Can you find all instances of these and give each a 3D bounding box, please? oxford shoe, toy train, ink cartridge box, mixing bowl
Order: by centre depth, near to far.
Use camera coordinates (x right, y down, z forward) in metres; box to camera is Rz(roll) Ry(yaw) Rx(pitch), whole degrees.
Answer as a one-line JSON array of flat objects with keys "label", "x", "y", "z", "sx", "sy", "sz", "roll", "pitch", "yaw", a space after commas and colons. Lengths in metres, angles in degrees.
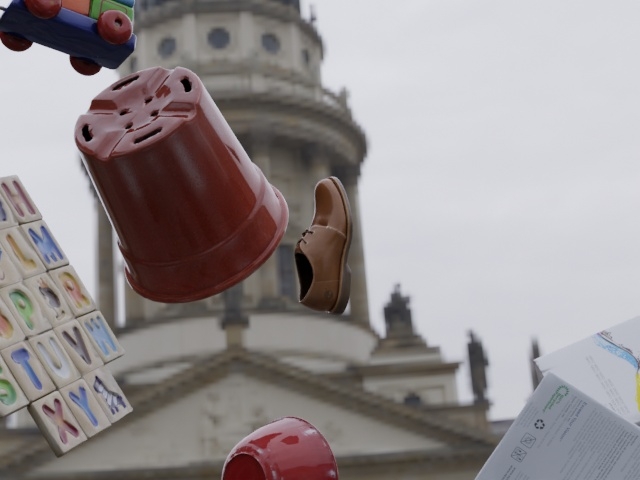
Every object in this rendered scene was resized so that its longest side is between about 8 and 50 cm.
[{"label": "ink cartridge box", "x": 0.279, "y": 0.290, "z": 1.529, "sx": 0.224, "sy": 0.223, "sz": 0.045, "roll": 33, "pitch": -7, "yaw": 26}, {"label": "toy train", "x": -0.328, "y": -0.297, "z": 1.619, "sx": 0.248, "sy": 0.143, "sz": 0.105, "roll": 18, "pitch": -29, "yaw": -27}, {"label": "mixing bowl", "x": -0.074, "y": 0.340, "z": 1.996, "sx": 0.181, "sy": 0.181, "sz": 0.098, "roll": -22, "pitch": -18, "yaw": 39}, {"label": "oxford shoe", "x": 0.000, "y": 0.000, "z": 2.036, "sx": 0.076, "sy": 0.212, "sz": 0.076, "roll": 11, "pitch": -28, "yaw": -22}, {"label": "ink cartridge box", "x": 0.502, "y": 0.258, "z": 2.207, "sx": 0.270, "sy": 0.197, "sz": 0.198, "roll": -22, "pitch": -47, "yaw": -1}]

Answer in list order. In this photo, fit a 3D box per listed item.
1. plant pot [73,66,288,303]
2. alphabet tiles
[{"label": "plant pot", "x": -0.220, "y": -0.095, "z": 2.100, "sx": 0.272, "sy": 0.272, "sz": 0.265, "roll": -11, "pitch": -49, "yaw": 17}, {"label": "alphabet tiles", "x": -0.307, "y": 0.044, "z": 1.395, "sx": 0.011, "sy": 0.342, "sz": 0.285, "roll": -33, "pitch": -2, "yaw": 17}]
